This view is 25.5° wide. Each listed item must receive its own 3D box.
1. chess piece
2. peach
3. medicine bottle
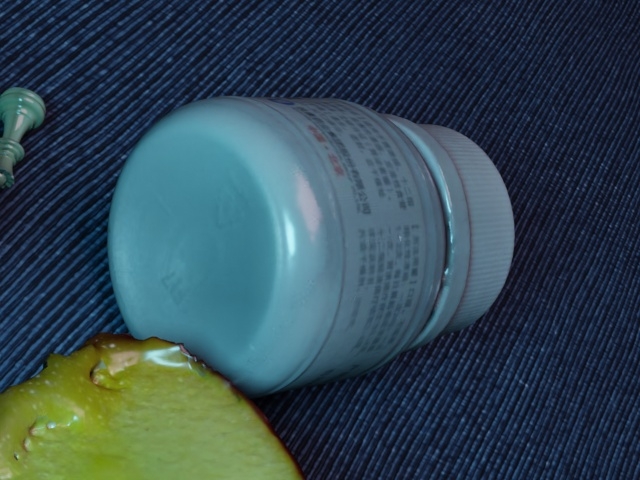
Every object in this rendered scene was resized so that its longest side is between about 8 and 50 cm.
[{"bbox_3d":[-0.260,-0.081,1.186,0.042,0.042,0.093,30,50,-26],"label":"chess piece"},{"bbox_3d":[-0.135,0.229,0.946,0.258,0.201,0.361,4,35,-15],"label":"peach"},{"bbox_3d":[0.000,0.000,1.216,0.306,0.245,0.245,-4,64,-48],"label":"medicine bottle"}]
